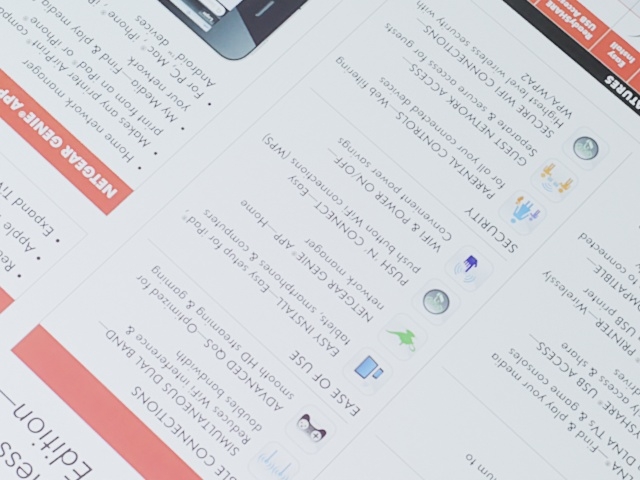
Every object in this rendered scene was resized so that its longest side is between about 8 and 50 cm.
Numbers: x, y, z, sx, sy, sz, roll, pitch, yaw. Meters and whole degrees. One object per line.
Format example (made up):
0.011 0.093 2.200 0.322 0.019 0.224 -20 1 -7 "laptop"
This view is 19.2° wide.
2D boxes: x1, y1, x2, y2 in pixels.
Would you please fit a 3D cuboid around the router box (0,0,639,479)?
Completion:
0.000 0.000 0.624 0.335 0.082 0.301 43 72 12 "router box"
